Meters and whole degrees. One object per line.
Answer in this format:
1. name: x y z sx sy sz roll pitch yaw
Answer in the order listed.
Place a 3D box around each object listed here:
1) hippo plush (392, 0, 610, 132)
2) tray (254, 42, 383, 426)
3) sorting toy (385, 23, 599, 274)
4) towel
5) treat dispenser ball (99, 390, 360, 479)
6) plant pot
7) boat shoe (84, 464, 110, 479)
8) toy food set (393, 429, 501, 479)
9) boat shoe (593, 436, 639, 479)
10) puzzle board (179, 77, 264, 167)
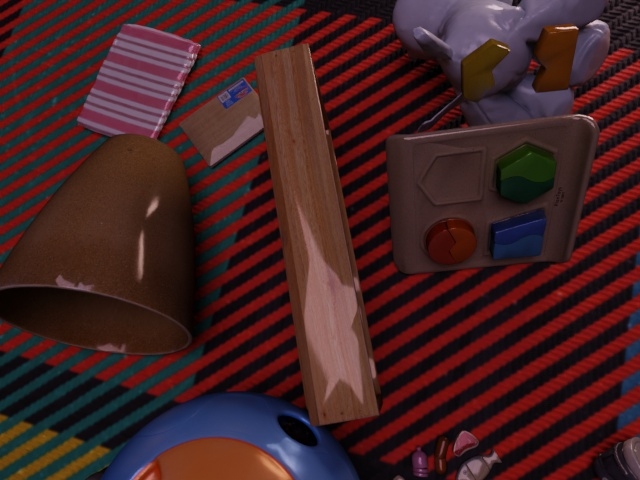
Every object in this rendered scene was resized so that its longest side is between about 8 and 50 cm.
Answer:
1. hippo plush: 0.202 -0.254 0.691 0.294 0.235 0.237 -24 44 -10
2. tray: 0.000 0.000 0.624 0.076 0.203 0.412 -12 74 5
3. sorting toy: 0.192 -0.077 0.584 0.228 0.308 0.041 -3 40 9
4. towel: -0.293 -0.252 0.824 0.144 0.029 0.197 20 82 12
5. treat dispenser ball: -0.092 0.303 0.513 0.287 0.288 0.289 -2 75 7
6. plant pot: -0.262 -0.005 0.670 0.236 0.237 0.255 1 60 8
7. boat shoe: -0.244 0.437 0.584 0.112 0.095 0.336 -14 67 18
8. toy food set: 0.154 0.280 0.625 0.122 0.019 0.078 -39 74 -3
9. boat shoe: 0.396 0.322 0.571 0.206 0.075 0.065 54 131 11
10. puzzle board: -0.145 -0.185 0.792 0.128 0.011 0.096 -37 73 -3
